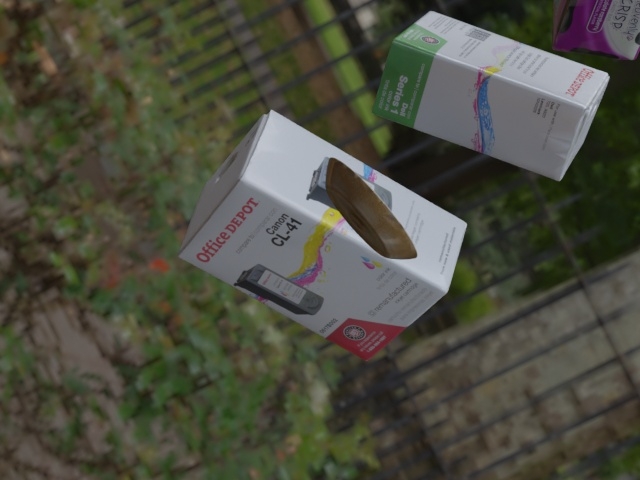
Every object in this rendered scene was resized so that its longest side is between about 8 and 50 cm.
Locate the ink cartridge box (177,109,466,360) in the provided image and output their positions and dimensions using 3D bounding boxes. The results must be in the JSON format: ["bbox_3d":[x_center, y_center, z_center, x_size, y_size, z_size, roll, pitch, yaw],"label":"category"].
[{"bbox_3d":[0.000,0.000,1.938,0.306,0.226,0.131,28,52,-13],"label":"ink cartridge box"}]

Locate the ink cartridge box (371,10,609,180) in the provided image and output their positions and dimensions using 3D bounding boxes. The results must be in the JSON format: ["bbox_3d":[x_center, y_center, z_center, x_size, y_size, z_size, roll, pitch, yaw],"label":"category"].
[{"bbox_3d":[0.238,-0.203,2.047,0.201,0.278,0.117,-46,155,-63],"label":"ink cartridge box"}]

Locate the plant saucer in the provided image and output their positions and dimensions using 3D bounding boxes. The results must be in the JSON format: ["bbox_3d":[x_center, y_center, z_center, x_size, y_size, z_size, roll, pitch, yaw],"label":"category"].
[{"bbox_3d":[0.028,-0.016,0.934,0.083,0.015,0.083,48,-7,8],"label":"plant saucer"}]

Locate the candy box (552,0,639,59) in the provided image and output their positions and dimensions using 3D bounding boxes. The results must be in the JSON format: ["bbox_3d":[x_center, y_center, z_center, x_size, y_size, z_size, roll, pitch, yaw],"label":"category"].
[{"bbox_3d":[0.227,-0.277,1.123,0.159,0.071,0.233,100,-3,-59],"label":"candy box"}]
